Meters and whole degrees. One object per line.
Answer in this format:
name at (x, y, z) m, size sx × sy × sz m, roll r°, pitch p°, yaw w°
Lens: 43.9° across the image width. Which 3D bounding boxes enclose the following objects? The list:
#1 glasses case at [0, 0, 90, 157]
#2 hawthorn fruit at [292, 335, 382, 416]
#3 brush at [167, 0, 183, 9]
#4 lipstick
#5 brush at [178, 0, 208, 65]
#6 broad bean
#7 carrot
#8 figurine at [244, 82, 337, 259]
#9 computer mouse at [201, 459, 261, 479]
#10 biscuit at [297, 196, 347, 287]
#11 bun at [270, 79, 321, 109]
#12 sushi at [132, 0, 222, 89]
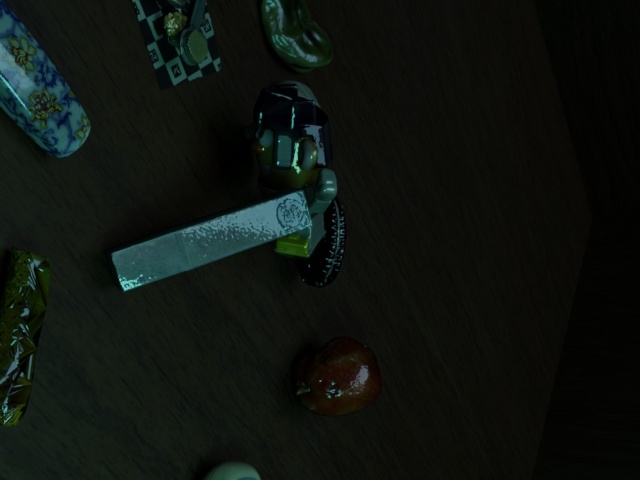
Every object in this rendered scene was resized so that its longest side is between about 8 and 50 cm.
glasses case at (-0.397, -0.219, 1.046) m, size 0.248 × 0.065 × 0.087 m, roll 61°, pitch 40°, yaw -36°
hawthorn fruit at (0.031, 0.273, 1.599) m, size 0.173 × 0.178 × 0.174 m, roll 178°, pitch -90°, yaw -82°
brush at (-0.284, -0.439, 1.248) m, size 0.196 × 0.021 × 0.070 m, roll 47°, pitch 47°, yaw -31°
lipstick at (-0.170, -0.005, 1.235) m, size 0.317 × 0.068 × 0.066 m, roll -20°, pitch 103°, yaw -22°
brush at (-0.196, -0.413, 1.340) m, size 0.062 × 0.027 × 0.266 m, roll 46°, pitch 47°, yaw -57°
broad bean at (-0.057, -0.434, 1.604) m, size 0.207 × 0.072 × 0.153 m, roll 55°, pitch 41°, yaw -23°
carrot at (-0.395, 0.122, 1.028) m, size 0.069 × 0.068 × 0.229 m, roll 27°, pitch 64°, yaw -54°
figurine at (-0.052, -0.131, 1.404) m, size 0.143 × 0.308 × 0.309 m, roll -21°, pitch 106°, yaw -43°
computer mouse at (-0.165, 0.492, 1.339) m, size 0.145 × 0.081 × 0.237 m, roll 21°, pitch 72°, yaw -56°
biscuit at (0.000, 0.000, 1.557) m, size 0.053 × 0.194 × 0.195 m, roll 7°, pitch 80°, yaw -21°
bun at (-0.041, -0.255, 1.582) m, size 0.138 × 0.094 × 0.138 m, roll 11°, pitch 77°, yaw -60°
sushi at (-0.230, -0.377, 1.342) m, size 0.192 × 0.040 × 0.210 m, roll -37°, pitch 118°, yaw -52°
